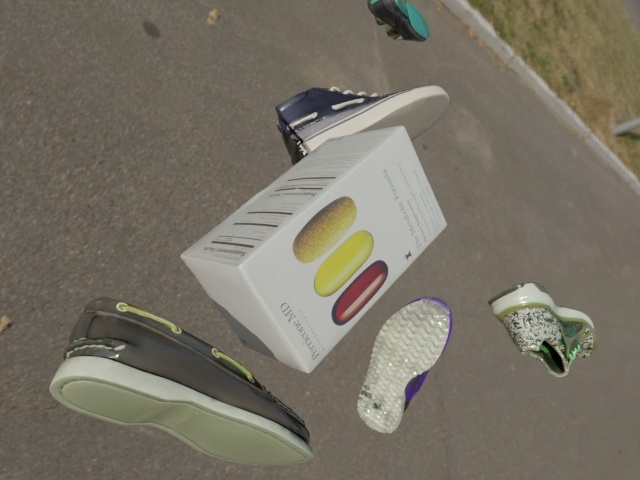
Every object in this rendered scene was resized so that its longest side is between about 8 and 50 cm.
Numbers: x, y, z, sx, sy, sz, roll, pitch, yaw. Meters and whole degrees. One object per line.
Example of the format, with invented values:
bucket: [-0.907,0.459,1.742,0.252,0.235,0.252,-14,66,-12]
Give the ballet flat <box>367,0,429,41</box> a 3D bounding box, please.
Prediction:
ballet flat: [0.147,-0.430,0.987,0.203,0.074,0.074,-1,76,-60]

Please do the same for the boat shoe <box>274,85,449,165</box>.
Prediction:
boat shoe: [0.074,-0.254,0.996,0.341,0.127,0.158,-24,63,-16]

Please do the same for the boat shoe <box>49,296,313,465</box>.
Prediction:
boat shoe: [-0.086,0.118,0.397,0.228,0.081,0.068,39,35,-36]

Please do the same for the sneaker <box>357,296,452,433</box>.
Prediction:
sneaker: [0.155,0.194,0.905,0.102,0.293,0.146,31,34,17]

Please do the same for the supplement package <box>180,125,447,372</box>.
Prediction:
supplement package: [0.000,0.000,0.561,0.244,0.134,0.139,-43,116,-27]

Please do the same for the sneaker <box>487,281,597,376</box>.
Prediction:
sneaker: [0.557,0.254,1.244,0.410,0.158,0.182,26,48,-34]
